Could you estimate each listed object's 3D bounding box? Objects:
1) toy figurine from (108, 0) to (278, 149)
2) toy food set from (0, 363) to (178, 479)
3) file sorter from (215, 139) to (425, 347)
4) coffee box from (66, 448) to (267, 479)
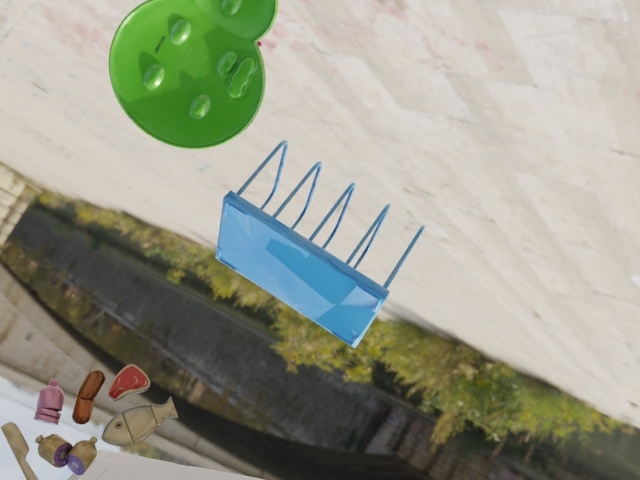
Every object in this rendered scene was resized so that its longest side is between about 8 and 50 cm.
[{"bbox_3d":[-0.092,-0.187,0.659,0.130,0.173,0.159,32,-154,-12],"label":"toy figurine"},{"bbox_3d":[-0.182,0.136,0.578,0.078,0.122,0.019,56,160,13],"label":"toy food set"},{"bbox_3d":[0.000,0.000,0.718,0.170,0.104,0.118,33,150,7],"label":"file sorter"},{"bbox_3d":[-0.162,0.461,0.728,0.338,0.337,0.334,-7,118,41],"label":"coffee box"}]
